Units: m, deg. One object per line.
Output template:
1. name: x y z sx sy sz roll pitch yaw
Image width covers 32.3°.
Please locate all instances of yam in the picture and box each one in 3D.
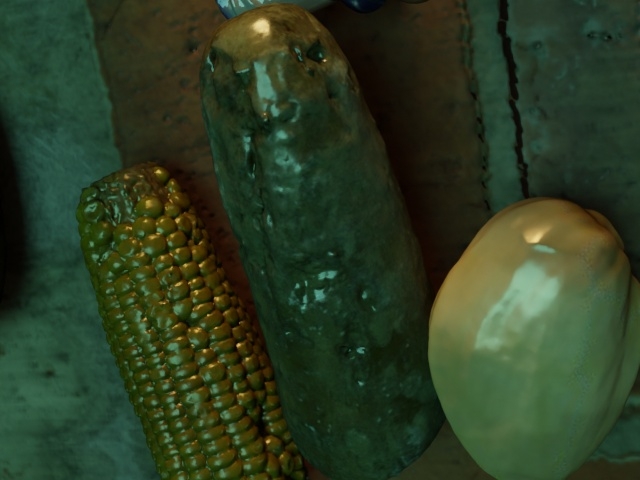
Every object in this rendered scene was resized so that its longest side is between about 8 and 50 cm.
1. yam: 0.000 0.000 0.750 0.133 0.133 0.330 -6 119 23

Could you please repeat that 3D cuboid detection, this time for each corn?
1. corn: -0.098 0.097 0.859 0.119 0.119 0.321 -20 91 25

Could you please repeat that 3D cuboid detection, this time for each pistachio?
1. pistachio: 0.141 0.064 0.747 0.145 0.117 0.200 6 113 -6

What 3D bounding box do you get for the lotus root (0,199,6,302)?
1. lotus root: -0.326 -0.019 0.913 0.124 0.123 0.241 13 115 49

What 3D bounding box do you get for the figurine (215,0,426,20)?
1. figurine: 0.052 -0.206 0.708 0.274 0.133 0.193 -38 46 23
